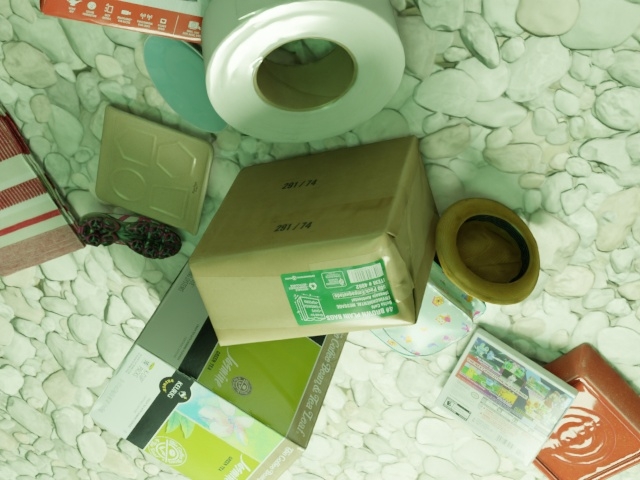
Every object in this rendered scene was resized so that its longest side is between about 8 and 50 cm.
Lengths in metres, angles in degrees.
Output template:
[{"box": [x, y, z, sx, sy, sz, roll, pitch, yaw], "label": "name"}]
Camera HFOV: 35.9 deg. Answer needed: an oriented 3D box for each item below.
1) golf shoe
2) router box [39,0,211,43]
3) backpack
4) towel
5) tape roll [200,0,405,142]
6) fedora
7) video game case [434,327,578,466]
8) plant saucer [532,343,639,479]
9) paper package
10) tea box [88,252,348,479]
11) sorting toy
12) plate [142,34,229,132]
[{"box": [-0.340, -0.018, 1.772, 0.186, 0.086, 0.067, 14, 106, -15], "label": "golf shoe"}, {"box": [-0.190, -0.426, 1.347, 0.335, 0.082, 0.301, 6, 130, -22], "label": "router box"}, {"box": [0.164, 0.107, 1.631, 0.166, 0.144, 0.188, 37, 128, -15], "label": "backpack"}, {"box": [-0.597, -0.094, 1.819, 0.237, 0.037, 0.329, -17, 115, 29], "label": "towel"}, {"box": [-0.027, -0.267, 1.402, 0.286, 0.100, 0.286, -6, 146, -4], "label": "tape roll"}, {"box": [0.253, 0.026, 1.555, 0.194, 0.194, 0.079, 36, 148, -8], "label": "fedora"}, {"box": [0.323, 0.277, 1.739, 0.201, 0.023, 0.183, 33, 121, 15], "label": "video game case"}, {"box": [0.455, 0.339, 1.758, 0.259, 0.048, 0.258, 44, 125, -10], "label": "plant saucer"}, {"box": [0.000, 0.000, 1.521, 0.325, 0.309, 0.168, -8, 121, 21], "label": "paper package"}, {"box": [-0.162, 0.224, 1.710, 0.323, 0.329, 0.220, 33, 126, -5], "label": "tea box"}, {"box": [-0.287, -0.122, 1.704, 0.208, 0.038, 0.193, 22, 127, 8], "label": "sorting toy"}, {"box": [-0.205, -0.253, 1.559, 0.188, 0.024, 0.188, 31, 148, 22], "label": "plate"}]
